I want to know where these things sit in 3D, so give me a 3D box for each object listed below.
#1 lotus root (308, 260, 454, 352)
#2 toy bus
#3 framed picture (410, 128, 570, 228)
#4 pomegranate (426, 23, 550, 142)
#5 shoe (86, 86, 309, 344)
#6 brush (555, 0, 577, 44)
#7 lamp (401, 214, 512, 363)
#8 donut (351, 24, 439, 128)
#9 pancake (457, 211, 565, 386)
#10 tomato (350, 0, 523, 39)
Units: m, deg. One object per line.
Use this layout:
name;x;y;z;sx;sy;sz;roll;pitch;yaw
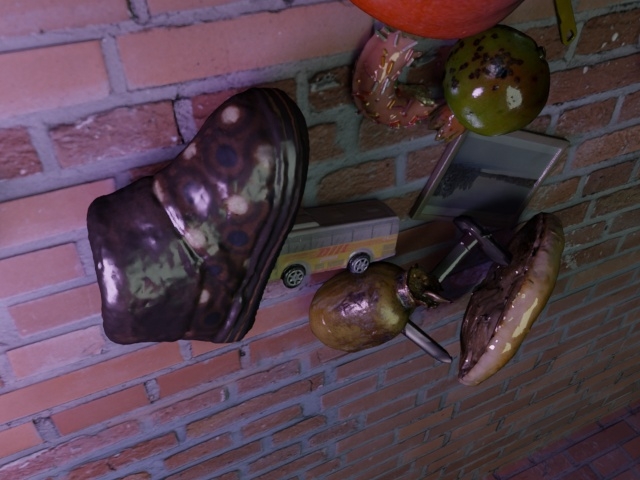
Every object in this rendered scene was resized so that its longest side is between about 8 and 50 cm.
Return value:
lotus root;0.094;0.105;1.019;0.154;0.153;0.278;17;149;-42
toy bus;0.000;0.000;0.945;0.268;0.092;0.106;-9;124;-27
framed picture;0.321;-0.117;1.097;0.289;0.016;0.213;3;126;-35
pomegranate;0.240;-0.221;0.863;0.159;0.159;0.205;3;151;-36
shoe;-0.172;-0.024;0.749;0.237;0.171;0.383;2;127;-31
brush;0.367;-0.374;0.894;0.083;0.011;0.205;-41;139;4
lamp;0.248;0.106;1.101;0.203;0.124;0.283;41;108;-5
donut;0.099;-0.213;0.827;0.117;0.065;0.166;-42;137;7
pancake;0.360;0.113;1.135;0.386;0.082;0.387;-61;175;-8
tomato;0.146;-0.354;0.539;0.341;0.272;0.341;-39;171;-8
